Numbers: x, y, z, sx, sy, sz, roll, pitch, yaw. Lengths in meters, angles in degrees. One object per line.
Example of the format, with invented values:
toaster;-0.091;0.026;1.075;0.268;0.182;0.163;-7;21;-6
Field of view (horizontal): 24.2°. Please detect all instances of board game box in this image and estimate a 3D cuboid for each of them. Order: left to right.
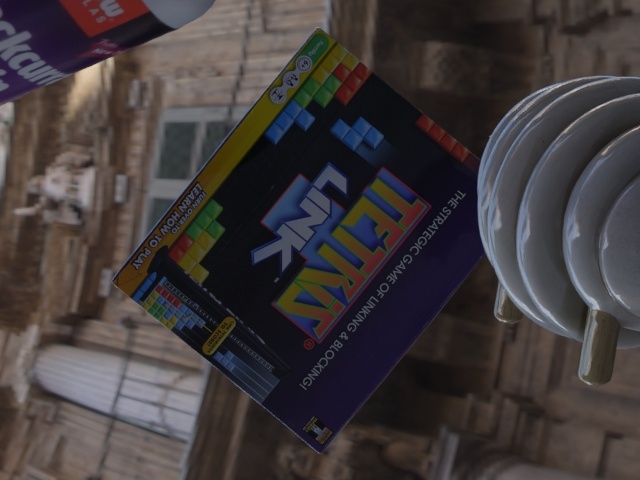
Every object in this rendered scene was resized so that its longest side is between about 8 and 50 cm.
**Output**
board game box;0.000;0.000;0.772;0.141;0.048;0.170;39;-87;2

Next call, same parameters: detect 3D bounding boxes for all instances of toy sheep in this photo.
toy sheep;0.091;-0.006;0.453;0.091;0.132;0.091;-7;-72;-22

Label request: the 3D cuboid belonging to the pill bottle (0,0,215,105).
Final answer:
pill bottle;-0.101;-0.112;0.530;0.193;0.108;0.108;-22;-70;11
